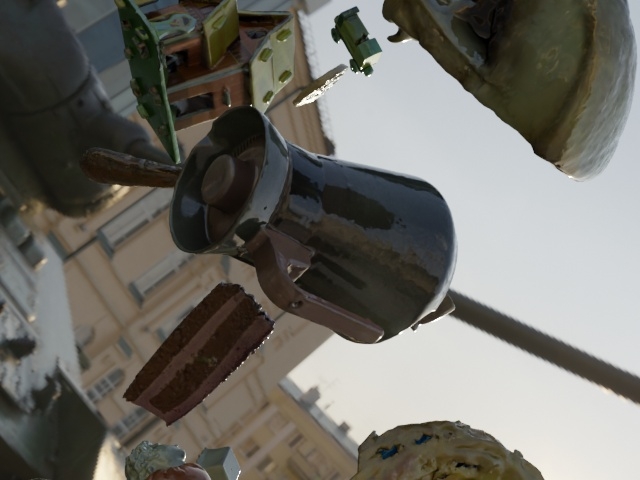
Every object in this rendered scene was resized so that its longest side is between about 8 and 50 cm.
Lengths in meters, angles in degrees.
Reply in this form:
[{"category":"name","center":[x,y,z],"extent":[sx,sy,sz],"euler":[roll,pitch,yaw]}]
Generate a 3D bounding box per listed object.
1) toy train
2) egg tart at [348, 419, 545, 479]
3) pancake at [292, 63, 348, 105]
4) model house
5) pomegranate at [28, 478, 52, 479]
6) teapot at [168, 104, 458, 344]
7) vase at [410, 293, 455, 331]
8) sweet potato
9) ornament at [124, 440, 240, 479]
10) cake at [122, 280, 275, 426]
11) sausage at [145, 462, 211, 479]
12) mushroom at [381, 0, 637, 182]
[{"category":"toy train","center":[0.060,-0.343,1.375],"extent":[0.122,0.050,0.081],"euler":[61,-13,6]},{"category":"egg tart","center":[0.092,0.290,0.671],"extent":[0.290,0.291,0.107],"euler":[53,-30,-6]},{"category":"pancake","center":[-0.002,-0.339,1.763],"extent":[0.025,0.152,0.151],"euler":[52,-19,-3]},{"category":"model house","center":[-0.220,-0.393,1.536],"extent":[0.340,0.324,0.300],"euler":[54,-23,34]},{"category":"pomegranate","center":[-0.438,0.435,1.233],"extent":[0.130,0.130,0.130],"euler":[44,-20,21]},{"category":"teapot","center":[0.000,0.000,1.050],"extent":[0.344,0.253,0.300],"euler":[24,32,-35]},{"category":"vase","center":[0.224,0.146,1.653],"extent":[0.053,0.101,0.053],"euler":[58,-3,5]},{"category":"sweet potato","center":[-0.392,-0.146,1.672],"extent":[0.273,0.075,0.075],"euler":[10,-36,20]},{"category":"ornament","center":[-0.322,0.535,1.834],"extent":[0.285,0.130,0.120],"euler":[2,-71,25]},{"category":"cake","center":[-0.186,0.172,1.270],"extent":[0.116,0.113,0.295],"euler":[43,-59,-6]},{"category":"sausage","center":[-0.195,0.503,1.249],"extent":[0.121,0.121,0.304],"euler":[119,-46,-70]},{"category":"mushroom","center":[0.231,-0.209,0.850],"extent":[0.217,0.212,0.292],"euler":[8,25,-46]}]
